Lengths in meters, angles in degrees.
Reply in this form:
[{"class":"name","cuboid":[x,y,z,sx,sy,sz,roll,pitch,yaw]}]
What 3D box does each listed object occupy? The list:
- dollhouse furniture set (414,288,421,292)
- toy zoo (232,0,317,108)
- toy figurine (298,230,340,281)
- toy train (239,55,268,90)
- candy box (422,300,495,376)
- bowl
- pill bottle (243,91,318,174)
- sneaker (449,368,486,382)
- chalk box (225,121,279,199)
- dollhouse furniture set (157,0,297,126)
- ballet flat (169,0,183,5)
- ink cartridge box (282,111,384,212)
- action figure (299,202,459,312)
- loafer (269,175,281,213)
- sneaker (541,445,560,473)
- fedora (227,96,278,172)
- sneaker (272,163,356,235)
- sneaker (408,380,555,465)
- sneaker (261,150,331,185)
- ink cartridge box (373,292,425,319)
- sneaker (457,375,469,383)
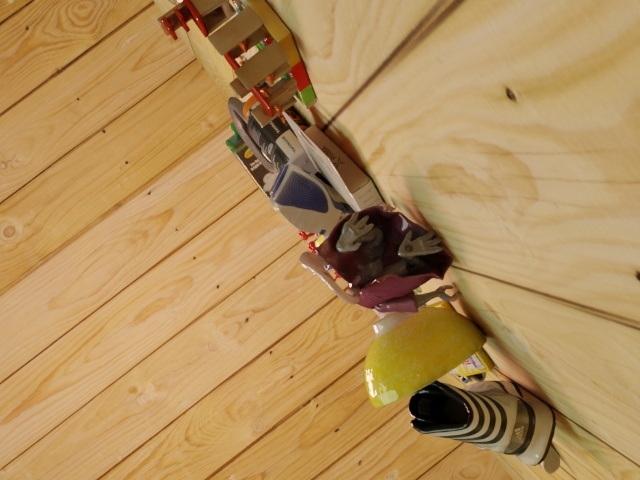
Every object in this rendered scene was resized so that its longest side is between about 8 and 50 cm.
[{"class":"dollhouse furniture set","cuboid":[0.216,0.103,2.094,0.152,0.058,0.076,50,177,46]},{"class":"toy zoo","cuboid":[-0.098,-0.385,1.385,0.192,0.030,0.293,52,178,20]},{"class":"toy figurine","cuboid":[0.000,0.000,2.277,0.363,0.191,0.217,57,153,16]},{"class":"toy train","cuboid":[-0.212,-0.475,2.034,0.166,0.046,0.125,52,178,22]},{"class":"candy box","cuboid":[0.326,0.240,1.799,0.206,0.027,0.105,53,146,-5]},{"class":"bowl","cuboid":[0.200,0.224,1.614,0.156,0.289,0.289,59,178,5]},{"class":"pill bottle","cuboid":[-0.100,-0.270,1.867,0.246,0.130,0.130,51,177,28]},{"class":"sneaker","cuboid":[0.384,0.334,1.940,0.115,0.090,0.232,48,177,24]},{"class":"chalk box","cuboid":[-0.210,-0.323,2.609,0.289,0.180,0.179,55,176,-26]},{"class":"dollhouse furniture set","cuboid":[-0.167,-0.339,1.372,0.259,0.135,0.262,52,177,5]},{"class":"ballet flat","cuboid":[-0.409,-0.717,1.763,0.342,0.116,0.124,53,157,-16]},{"class":"ink cartridge box","cuboid":[0.026,-0.182,1.632,0.275,0.060,0.239,51,176,45]},{"class":"action figure","cuboid":[0.120,0.082,1.455,0.248,0.275,0.370,46,162,12]},{"class":"loafer","cuboid":[-0.084,-0.121,2.006,0.112,0.112,0.319,25,-174,-3]},{"class":"sneaker","cuboid":[0.554,0.522,1.854,0.134,0.051,0.070,58,177,-27]},{"class":"fedora","cuboid":[-0.151,-0.325,2.098,0.244,0.124,0.275,51,172,15]},{"class":"sneaker","cuboid":[0.011,-0.086,1.841,0.315,0.127,0.182,28,-166,-25]},{"class":"sneaker","cuboid":[0.308,0.361,1.633,0.257,0.169,0.447,19,171,-6]},{"class":"sneaker","cuboid":[-0.046,-0.212,1.954,0.222,0.083,0.118,25,179,-20]},{"class":"ink cartridge box","cuboid":[0.262,0.236,2.289,0.128,0.127,0.176,54,178,-7]},{"class":"sneaker","cuboid":[0.420,0.378,2.197,0.135,0.058,0.052,55,177,-26]}]
